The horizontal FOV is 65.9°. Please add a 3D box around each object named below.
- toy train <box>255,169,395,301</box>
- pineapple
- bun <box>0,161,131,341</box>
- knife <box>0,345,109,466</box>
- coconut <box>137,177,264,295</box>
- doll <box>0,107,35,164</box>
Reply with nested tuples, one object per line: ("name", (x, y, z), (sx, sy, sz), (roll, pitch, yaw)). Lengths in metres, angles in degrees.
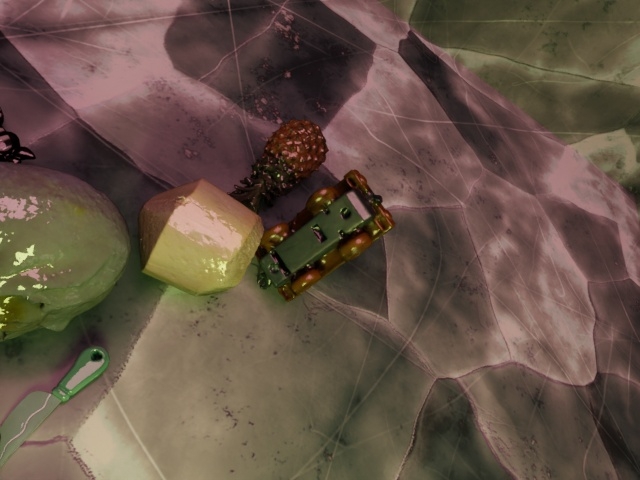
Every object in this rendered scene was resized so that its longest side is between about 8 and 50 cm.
("toy train", (0.000, 0.000, 1.158), (0.163, 0.369, 0.232), (55, 22, 5))
("pineapple", (-0.116, -0.180, 1.295), (0.169, 0.169, 0.340), (41, 52, -4))
("bun", (-0.499, 0.036, 0.799), (0.362, 0.362, 0.211), (1, 59, -32))
("knife", (-0.481, 0.283, 0.861), (0.063, 0.034, 0.260), (41, 52, 1))
("coconut", (-0.265, -0.009, 1.045), (0.244, 0.239, 0.239), (29, 51, -15))
("doll", (-0.685, -0.225, 1.021), (0.091, 0.067, 0.219), (-31, 76, -37))
